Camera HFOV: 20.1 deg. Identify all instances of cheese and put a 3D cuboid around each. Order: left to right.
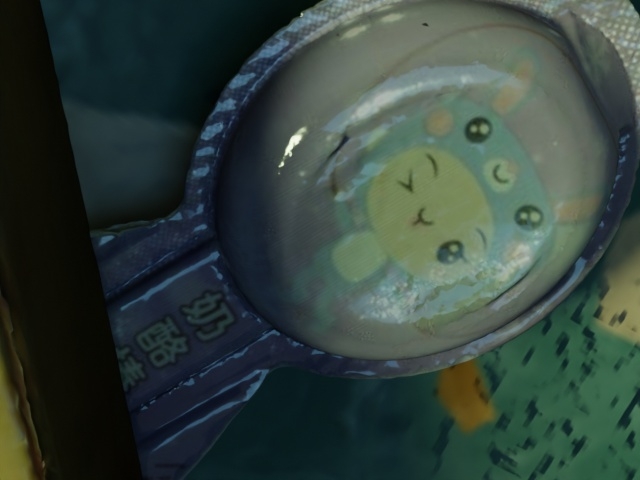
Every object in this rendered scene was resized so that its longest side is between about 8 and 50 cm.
[{"bbox_3d":[0.000,0.000,0.448,0.191,0.042,0.105,-31,114,6],"label":"cheese"}]

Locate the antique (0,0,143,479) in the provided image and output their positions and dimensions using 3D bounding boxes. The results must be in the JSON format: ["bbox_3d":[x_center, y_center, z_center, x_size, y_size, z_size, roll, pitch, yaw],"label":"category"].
[{"bbox_3d":[-0.092,0.053,0.401,0.093,0.087,0.310,-7,113,4],"label":"antique"}]
